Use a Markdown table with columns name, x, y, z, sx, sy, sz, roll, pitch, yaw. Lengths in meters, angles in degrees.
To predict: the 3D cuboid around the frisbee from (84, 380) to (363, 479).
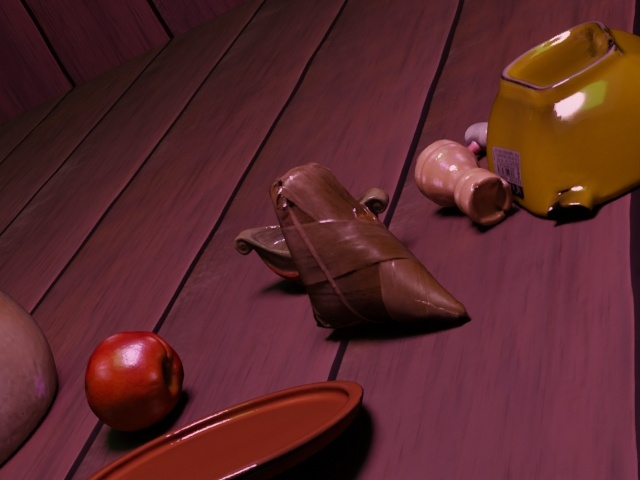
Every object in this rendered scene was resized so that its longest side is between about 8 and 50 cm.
| name | x | y | z | sx | sy | sz | roll | pitch | yaw |
| --- | --- | --- | --- | --- | --- | --- | --- | --- | --- |
| frisbee | -0.081 | 0.167 | 1.090 | 0.251 | 0.021 | 0.251 | -21 | 7 | 3 |

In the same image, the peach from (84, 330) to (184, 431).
| name | x | y | z | sx | sy | sz | roll | pitch | yaw |
| --- | --- | --- | --- | --- | --- | --- | --- | --- | --- |
| peach | -0.180 | 0.133 | 1.304 | 0.100 | 0.101 | 0.101 | -27 | 19 | 10 |

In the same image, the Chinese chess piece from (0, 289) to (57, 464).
| name | x | y | z | sx | sy | sz | roll | pitch | yaw |
| --- | --- | --- | --- | --- | --- | --- | --- | --- | --- |
| Chinese chess piece | -0.461 | 0.184 | 1.506 | 0.349 | 0.146 | 0.349 | -26 | 19 | 10 |

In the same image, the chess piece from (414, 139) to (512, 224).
| name | x | y | z | sx | sy | sz | roll | pitch | yaw |
| --- | --- | --- | --- | --- | --- | --- | --- | --- | --- |
| chess piece | 0.142 | -0.056 | 1.347 | 0.066 | 0.066 | 0.122 | -33 | 22 | -6 |

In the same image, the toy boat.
| name | x | y | z | sx | sy | sz | roll | pitch | yaw |
| --- | --- | --- | --- | --- | --- | --- | --- | --- | --- |
| toy boat | 0.000 | 0.001 | 1.399 | 0.185 | 0.071 | 0.089 | -18 | 22 | 31 |

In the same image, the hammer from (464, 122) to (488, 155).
| name | x | y | z | sx | sy | sz | roll | pitch | yaw |
| --- | --- | --- | --- | --- | --- | --- | --- | --- | --- |
| hammer | 0.159 | -0.094 | 1.473 | 0.083 | 0.031 | 0.052 | -43 | 18 | -17 |

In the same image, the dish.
| name | x | y | z | sx | sy | sz | roll | pitch | yaw |
| --- | --- | --- | --- | --- | --- | --- | --- | --- | --- |
| dish | 0.249 | -0.131 | 1.310 | 0.221 | 0.108 | 0.262 | -30 | 19 | 5 |

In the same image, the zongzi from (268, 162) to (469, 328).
| name | x | y | z | sx | sy | sz | roll | pitch | yaw |
| --- | --- | --- | --- | --- | --- | --- | --- | --- | --- |
| zongzi | 0.039 | 0.002 | 1.206 | 0.078 | 0.160 | 0.176 | -37 | 18 | -31 |
